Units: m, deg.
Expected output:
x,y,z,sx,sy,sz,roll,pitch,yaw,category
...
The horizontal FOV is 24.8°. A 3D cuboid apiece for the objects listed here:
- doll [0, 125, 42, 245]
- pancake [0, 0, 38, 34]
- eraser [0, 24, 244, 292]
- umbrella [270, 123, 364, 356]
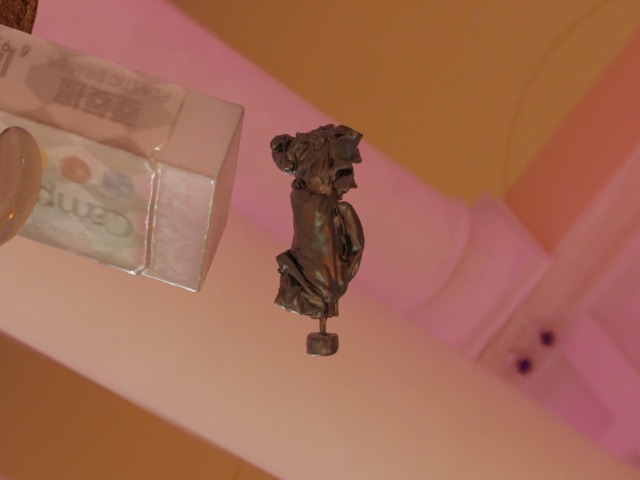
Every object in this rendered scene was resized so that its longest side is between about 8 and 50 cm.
x,y,z,sx,sy,sz,roll,pitch,yaw,category
-0.379,-0.074,1.153,0.215,0.226,0.370,-40,-163,-23,doll
-0.437,-0.324,2.024,0.028,0.158,0.158,9,-117,25,pancake
-0.284,-0.099,1.470,0.213,0.397,0.082,102,9,-45,eraser
-0.003,0.000,2.186,0.094,0.143,0.348,-130,-142,-82,umbrella
